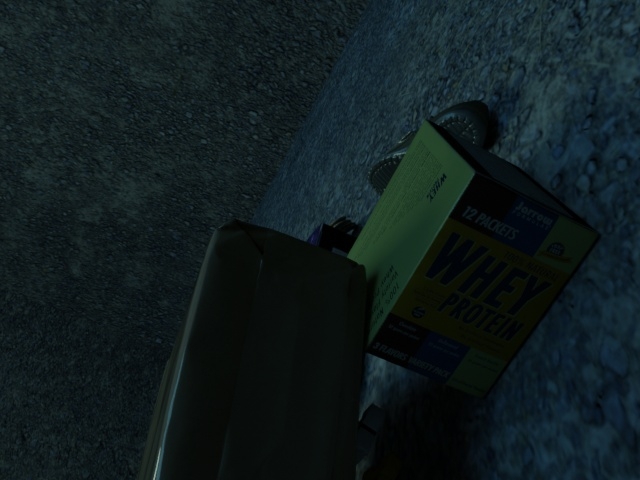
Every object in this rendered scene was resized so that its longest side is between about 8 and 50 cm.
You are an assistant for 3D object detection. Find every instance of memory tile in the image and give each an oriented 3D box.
[{"bbox_3d":[0.000,0.000,1.245,0.148,0.012,0.113,-33,-12,12],"label":"memory tile"}]

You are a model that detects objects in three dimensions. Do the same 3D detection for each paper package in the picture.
[{"bbox_3d":[-0.089,0.203,0.648,0.325,0.168,0.309,121,161,-50],"label":"paper package"}]

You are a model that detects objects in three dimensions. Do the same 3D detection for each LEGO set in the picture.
[{"bbox_3d":[0.023,0.295,0.709,0.227,0.087,0.093,-56,1,37],"label":"LEGO set"}]

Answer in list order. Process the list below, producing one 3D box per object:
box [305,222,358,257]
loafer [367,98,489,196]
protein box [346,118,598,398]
[{"bbox_3d":[-0.007,0.091,1.143,0.207,0.108,0.153,-48,23,52],"label":"box"},{"bbox_3d":[0.166,-0.129,0.940,0.087,0.094,0.251,-45,9,-35],"label":"loafer"},{"bbox_3d":[0.138,0.010,0.659,0.200,0.136,0.201,-62,14,19],"label":"protein box"}]
